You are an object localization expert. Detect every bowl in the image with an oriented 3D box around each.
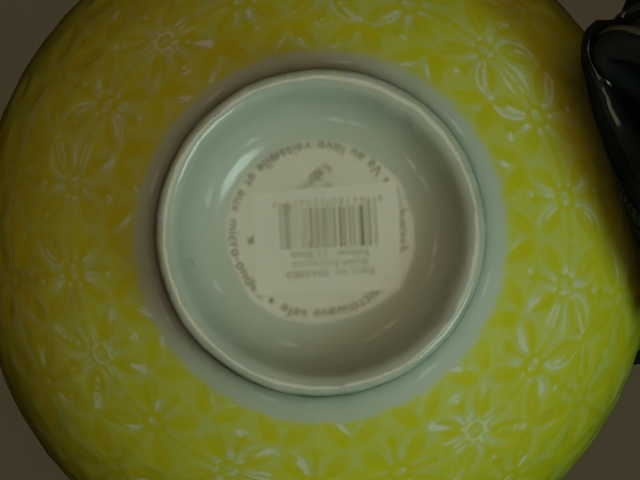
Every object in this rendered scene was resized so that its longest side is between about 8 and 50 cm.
[{"bbox_3d":[0.000,0.000,0.711,0.290,0.156,0.289,0,89,-1],"label":"bowl"}]

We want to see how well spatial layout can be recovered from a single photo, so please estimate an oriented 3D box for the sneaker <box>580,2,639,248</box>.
[{"bbox_3d":[0.160,-0.082,0.701,0.087,0.130,0.227,4,60,24],"label":"sneaker"}]
